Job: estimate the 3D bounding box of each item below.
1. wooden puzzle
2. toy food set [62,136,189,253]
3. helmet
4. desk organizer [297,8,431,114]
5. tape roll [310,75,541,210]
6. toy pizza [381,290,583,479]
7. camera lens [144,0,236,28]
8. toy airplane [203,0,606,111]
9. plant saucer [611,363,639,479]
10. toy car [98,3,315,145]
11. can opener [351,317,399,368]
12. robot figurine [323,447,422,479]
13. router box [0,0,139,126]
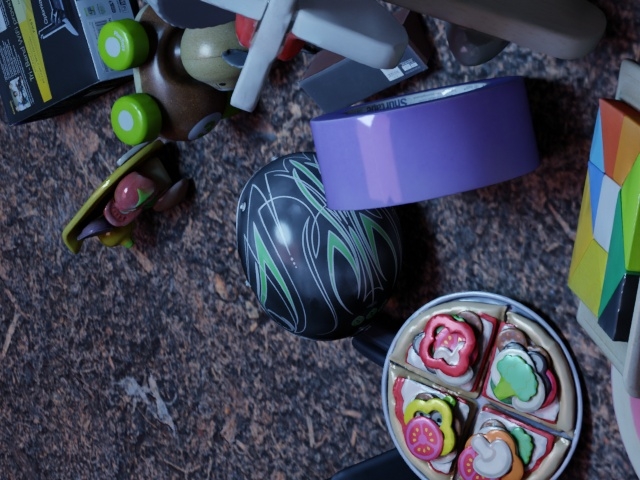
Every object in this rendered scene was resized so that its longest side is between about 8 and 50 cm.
[{"bbox_3d":[0.231,-0.017,1.395,0.239,0.044,0.221,-92,10,-77],"label":"wooden puzzle"},{"bbox_3d":[-0.209,-0.044,2.077,0.071,0.128,0.218,46,137,1],"label":"toy food set"},{"bbox_3d":[0.000,0.000,1.764,0.169,0.169,0.161,48,154,31],"label":"helmet"},{"bbox_3d":[0.046,-0.169,1.723,0.130,0.050,0.047,-23,119,40],"label":"desk organizer"},{"bbox_3d":[0.090,-0.085,1.580,0.189,0.189,0.080,0,103,54],"label":"tape roll"},{"bbox_3d":[0.142,0.147,1.674,0.201,0.032,0.201,4,98,29],"label":"toy pizza"},{"bbox_3d":[-0.133,-0.367,1.739,0.274,0.219,0.219,58,142,20],"label":"camera lens"},{"bbox_3d":[-0.005,-0.256,1.485,0.386,0.384,0.272,62,157,15],"label":"toy airplane"},{"bbox_3d":[0.343,0.127,1.417,0.332,0.084,0.332,26,124,46],"label":"plant saucer"},{"bbox_3d":[-0.101,-0.175,1.853,0.188,0.155,0.149,1,105,41],"label":"toy car"},{"bbox_3d":[0.079,0.115,1.796,0.186,0.073,0.059,40,142,50],"label":"can opener"},{"bbox_3d":[0.086,0.347,1.777,0.209,0.173,0.278,23,-136,-78],"label":"robot figurine"},{"bbox_3d":[-0.324,-0.310,2.145,0.243,0.081,0.309,-15,92,55],"label":"router box"}]
